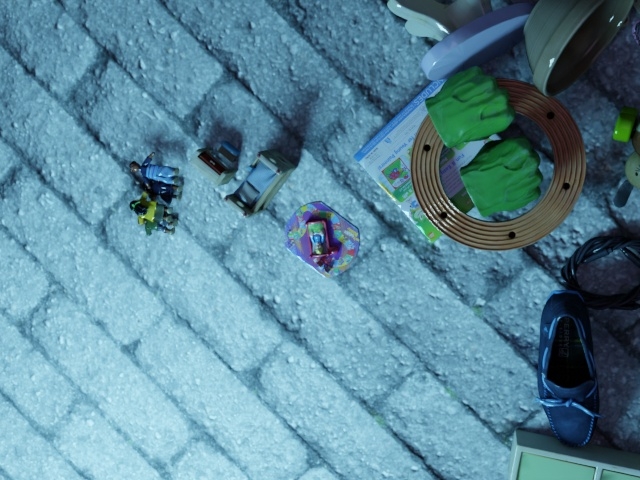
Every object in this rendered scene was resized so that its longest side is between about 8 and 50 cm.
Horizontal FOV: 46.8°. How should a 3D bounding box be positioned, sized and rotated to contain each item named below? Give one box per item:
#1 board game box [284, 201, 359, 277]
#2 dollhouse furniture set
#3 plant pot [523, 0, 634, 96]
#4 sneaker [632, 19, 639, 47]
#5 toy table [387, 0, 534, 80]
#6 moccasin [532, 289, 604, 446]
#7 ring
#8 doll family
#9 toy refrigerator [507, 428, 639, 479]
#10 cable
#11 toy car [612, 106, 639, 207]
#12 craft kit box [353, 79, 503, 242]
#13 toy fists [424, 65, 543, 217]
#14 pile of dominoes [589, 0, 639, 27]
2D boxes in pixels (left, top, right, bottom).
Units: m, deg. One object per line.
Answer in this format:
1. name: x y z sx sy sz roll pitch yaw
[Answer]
1. board game box: 0.000 0.000 1.601 0.168 0.033 0.133 37 105 4
2. dollhouse furniture set: -0.172 -0.159 1.562 0.183 0.129 0.129 39 105 4
3. plant pot: 0.445 -0.387 1.332 0.110 0.237 0.237 44 106 21
4. sneaker: 0.626 -0.361 1.389 0.047 0.057 0.119 -29 94 14
5. toy table: 0.264 -0.421 1.380 0.161 0.274 0.252 59 139 9
6. moccasin: 0.484 0.271 1.479 0.137 0.117 0.342 -9 106 20
7. ring: 0.343 -0.146 1.448 0.336 0.032 0.337 2 101 12
8. doll family: -0.376 -0.101 1.651 0.111 0.076 0.193 15 97 14
9. toy refrigerator: 0.533 0.482 1.531 0.269 0.094 0.102 10 101 10
10. cable: 0.576 0.064 1.475 0.184 0.047 0.151 5 102 13
11. toy car: 0.622 -0.140 1.392 0.155 0.149 0.188 16 115 21
12. craft kit box: 0.240 -0.167 1.510 0.250 0.061 0.247 -42 86 16
13. toy fists: 0.317 -0.186 1.384 0.142 0.096 0.279 -25 95 25
14. pile of dominoes: 0.539 -0.504 1.341 0.196 0.040 0.251 -41 113 20
